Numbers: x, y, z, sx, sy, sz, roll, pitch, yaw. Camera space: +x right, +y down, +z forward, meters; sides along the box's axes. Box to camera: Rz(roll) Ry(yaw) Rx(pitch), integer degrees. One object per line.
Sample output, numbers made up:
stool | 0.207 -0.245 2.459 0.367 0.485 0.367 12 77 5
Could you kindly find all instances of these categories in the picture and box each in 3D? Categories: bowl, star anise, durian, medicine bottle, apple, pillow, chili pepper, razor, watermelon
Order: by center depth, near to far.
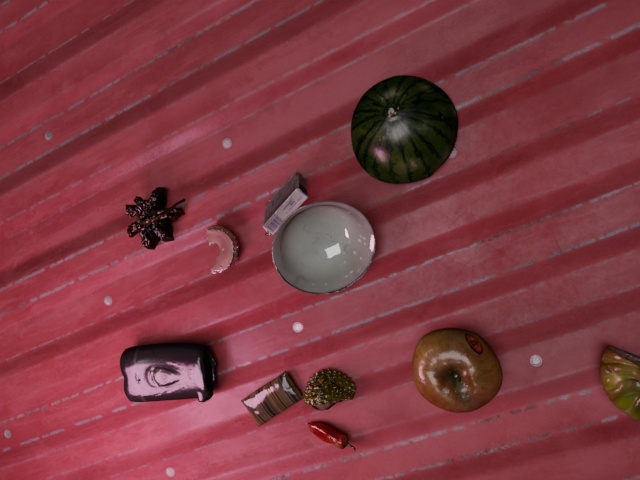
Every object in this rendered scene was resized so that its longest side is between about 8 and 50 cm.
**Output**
apple | 0.391 0.372 1.554 0.260 0.194 0.261 2 96 15
watermelon | 0.237 -0.328 1.574 0.330 0.189 0.331 3 97 21
bowl | 0.000 0.000 1.654 0.313 0.146 0.314 -4 114 -9
medicine bottle | -0.113 -0.119 1.674 0.052 0.201 0.171 39 103 -16
durian | 0.013 0.479 1.712 0.186 0.108 0.119 -11 90 17
chili pepper | 0.035 0.635 1.744 0.191 0.050 0.059 20 136 25
pillow | -0.163 0.534 1.804 0.203 0.038 0.113 -35 86 16
star anise | -0.588 -0.078 1.854 0.190 0.125 0.220 24 102 17
razor | -0.530 0.461 1.867 0.348 0.113 0.205 -5 92 14

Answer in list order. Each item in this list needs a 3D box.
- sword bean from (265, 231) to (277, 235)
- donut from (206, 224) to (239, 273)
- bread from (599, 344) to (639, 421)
sword bean | -0.148 -0.022 1.784 0.083 0.012 0.012 -4 92 17
donut | -0.321 0.025 1.810 0.116 0.065 0.166 -6 92 18
bread | 0.867 0.412 1.439 0.260 0.158 0.156 26 103 16
